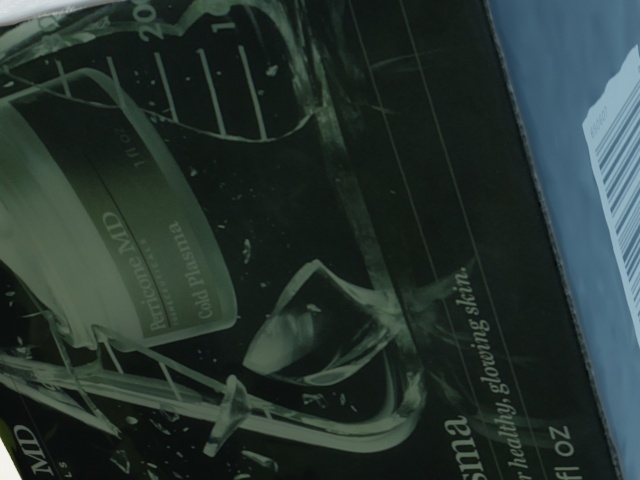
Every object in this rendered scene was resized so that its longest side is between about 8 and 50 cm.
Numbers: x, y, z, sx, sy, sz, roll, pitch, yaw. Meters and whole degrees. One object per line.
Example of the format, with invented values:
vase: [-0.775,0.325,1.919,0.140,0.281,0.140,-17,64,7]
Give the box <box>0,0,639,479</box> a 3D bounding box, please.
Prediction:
box: [0.000,0.000,0.951,0.472,0.297,0.479,-5,-62,32]
